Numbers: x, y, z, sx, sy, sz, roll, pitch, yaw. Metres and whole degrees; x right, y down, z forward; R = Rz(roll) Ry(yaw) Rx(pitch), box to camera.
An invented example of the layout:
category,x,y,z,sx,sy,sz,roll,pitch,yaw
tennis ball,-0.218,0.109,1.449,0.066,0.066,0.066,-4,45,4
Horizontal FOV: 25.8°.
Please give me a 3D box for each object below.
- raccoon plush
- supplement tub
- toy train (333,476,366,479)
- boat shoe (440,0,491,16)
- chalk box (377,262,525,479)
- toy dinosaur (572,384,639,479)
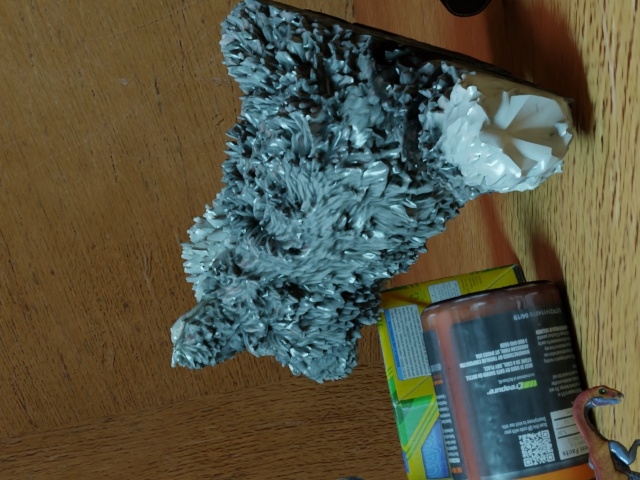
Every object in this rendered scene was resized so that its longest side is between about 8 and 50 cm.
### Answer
category,x,y,z,sx,sy,sz,roll,pitch,yaw
raccoon plush,0.000,0.000,0.979,0.446,0.216,0.299,-104,30,-79
supplement tub,0.139,0.133,0.995,0.106,0.106,0.197,79,180,-83
toy train,0.029,0.372,1.178,0.190,0.142,0.333,164,109,-79
boat shoe,0.099,-0.187,0.933,0.152,0.056,0.049,79,-175,-68
chalk box,0.128,0.147,1.212,0.132,0.132,0.213,-101,0,-47
toy dinosaur,0.158,0.118,0.737,0.082,0.047,0.090,52,-153,9
